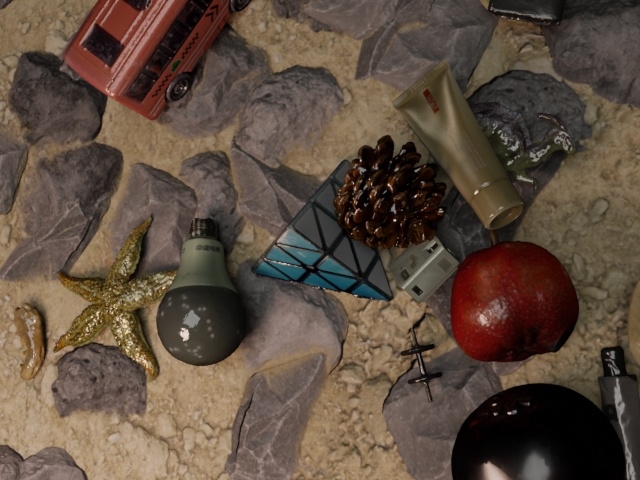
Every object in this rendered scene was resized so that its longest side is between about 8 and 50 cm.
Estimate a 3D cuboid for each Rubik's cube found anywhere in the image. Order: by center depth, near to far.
[{"bbox_3d":[-0.001,0.001,1.671,0.228,0.229,0.233,-133,36,-52],"label":"Rubik's cube"}]

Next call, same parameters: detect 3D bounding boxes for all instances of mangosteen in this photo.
[{"bbox_3d":[0.376,0.404,1.430,0.297,0.297,0.313,-18,75,14],"label":"mangosteen"}]

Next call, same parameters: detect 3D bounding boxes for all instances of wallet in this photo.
[{"bbox_3d":[0.422,-0.554,1.612,0.146,0.030,0.285,13,81,14],"label":"wallet"}]

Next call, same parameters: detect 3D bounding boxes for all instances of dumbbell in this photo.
[{"bbox_3d":[0.195,0.239,1.618,0.069,0.069,0.147,-16,79,14],"label":"dumbbell"}]

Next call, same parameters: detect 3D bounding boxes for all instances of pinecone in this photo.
[{"bbox_3d":[0.142,-0.077,1.586,0.221,0.221,0.221,-2,83,17],"label":"pinecone"}]

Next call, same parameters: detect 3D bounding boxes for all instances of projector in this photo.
[{"bbox_3d":[0.199,0.048,1.600,0.061,0.147,0.115,41,98,-14],"label":"projector"}]

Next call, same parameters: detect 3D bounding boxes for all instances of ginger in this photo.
[{"bbox_3d":[-0.656,0.227,1.887,0.069,0.051,0.173,-9,79,19],"label":"ginger"}]

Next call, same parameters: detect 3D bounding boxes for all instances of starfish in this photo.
[{"bbox_3d":[-0.451,0.114,1.831,0.347,0.078,0.358,7,86,20],"label":"starfish"}]

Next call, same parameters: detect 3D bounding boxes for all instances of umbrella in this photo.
[{"bbox_3d":[0.545,0.359,1.497,0.067,0.073,0.337,-2,82,-21],"label":"umbrella"}]

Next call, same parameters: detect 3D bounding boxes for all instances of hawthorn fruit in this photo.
[{"bbox_3d":[0.343,0.085,1.521,0.230,0.210,0.266,-9,78,5],"label":"hawthorn fruit"}]

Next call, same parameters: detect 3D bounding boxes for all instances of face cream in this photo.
[{"bbox_3d":[0.261,-0.177,1.568,0.137,0.084,0.341,-39,62,23],"label":"face cream"}]

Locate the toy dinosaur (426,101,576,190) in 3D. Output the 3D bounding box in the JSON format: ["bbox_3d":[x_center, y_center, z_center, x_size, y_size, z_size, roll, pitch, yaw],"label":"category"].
[{"bbox_3d":[0.340,-0.183,1.620,0.294,0.077,0.162,18,88,17],"label":"toy dinosaur"}]

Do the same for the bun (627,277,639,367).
[{"bbox_3d":[0.669,0.150,1.416,0.281,0.205,0.281,-27,55,46],"label":"bun"}]

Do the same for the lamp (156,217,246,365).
[{"bbox_3d":[-0.258,0.101,1.715,0.182,0.182,0.314,-18,76,14],"label":"lamp"}]

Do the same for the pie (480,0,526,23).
[{"bbox_3d":[0.404,-0.536,1.656,0.218,0.052,0.185,-47,68,4],"label":"pie"}]

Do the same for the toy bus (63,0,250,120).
[{"bbox_3d":[-0.338,-0.488,1.777,0.203,0.233,0.427,38,97,18],"label":"toy bus"}]
